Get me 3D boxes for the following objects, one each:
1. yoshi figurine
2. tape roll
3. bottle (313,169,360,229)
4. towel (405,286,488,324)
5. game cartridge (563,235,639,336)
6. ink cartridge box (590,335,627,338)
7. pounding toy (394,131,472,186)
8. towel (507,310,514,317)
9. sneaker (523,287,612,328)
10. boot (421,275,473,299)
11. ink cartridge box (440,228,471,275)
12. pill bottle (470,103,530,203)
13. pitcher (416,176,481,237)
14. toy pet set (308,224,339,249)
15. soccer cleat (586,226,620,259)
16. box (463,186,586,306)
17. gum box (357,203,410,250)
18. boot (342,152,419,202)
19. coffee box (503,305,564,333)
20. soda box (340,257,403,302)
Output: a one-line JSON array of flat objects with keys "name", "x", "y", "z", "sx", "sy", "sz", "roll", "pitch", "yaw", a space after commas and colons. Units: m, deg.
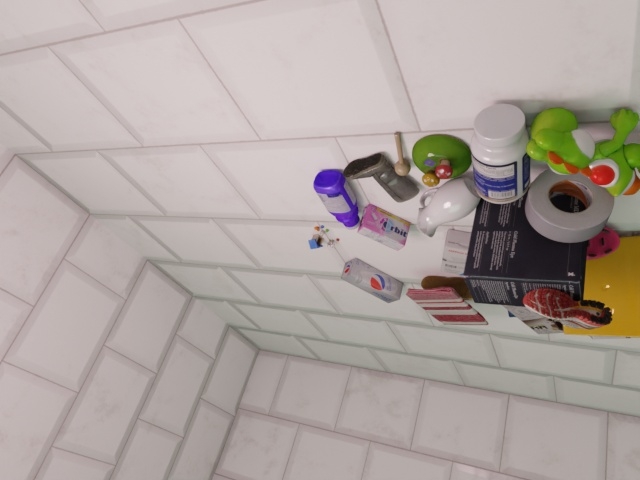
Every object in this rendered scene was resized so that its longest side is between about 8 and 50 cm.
[{"name": "yoshi figurine", "x": 0.680, "y": -0.242, "z": 1.310, "sx": 0.363, "sy": 0.203, "sz": 0.203, "roll": 12, "pitch": -164, "yaw": -17}, {"name": "tape roll", "x": 0.693, "y": -0.104, "z": 1.446, "sx": 0.220, "sy": 0.219, "sz": 0.072, "roll": 10, "pitch": 152, "yaw": 18}, {"name": "bottle", "x": 0.074, "y": -0.142, "z": 1.907, "sx": 0.118, "sy": 0.092, "sz": 0.282, "roll": 3, "pitch": 149, "yaw": 29}, {"name": "towel", "x": 0.560, "y": 0.292, "z": 2.273, "sx": 0.237, "sy": 0.037, "sz": 0.329, "roll": -7, "pitch": 145, "yaw": 45}, {"name": "game cartridge", "x": 0.939, "y": 0.152, "z": 1.697, "sx": 0.286, "sy": 0.323, "sz": 0.053, "roll": -5, "pitch": 177, "yaw": 40}, {"name": "ink cartridge box", "x": 1.056, "y": 0.228, "z": 1.774, "sx": 0.273, "sy": 0.196, "sz": 0.114, "roll": -4, "pitch": 180, "yaw": 13}, {"name": "pounding toy", "x": 0.333, "y": -0.224, "z": 1.571, "sx": 0.237, "sy": 0.110, "sz": 0.182, "roll": 9, "pitch": 151, "yaw": 17}, {"name": "towel", "x": 0.881, "y": 0.317, "z": 2.260, "sx": 0.120, "sy": 0.029, "sz": 0.067, "roll": 3, "pitch": 148, "yaw": 29}, {"name": "sneaker", "x": 0.668, "y": 0.200, "z": 1.421, "sx": 0.226, "sy": 0.088, "sz": 0.092, "roll": 17, "pitch": 152, "yaw": 5}, {"name": "boot", "x": 0.594, "y": 0.248, "z": 2.300, "sx": 0.262, "sy": 0.095, "sz": 0.203, "roll": 5, "pitch": 150, "yaw": 28}, {"name": "ink cartridge box", "x": 0.546, "y": 0.053, "z": 1.977, "sx": 0.148, "sy": 0.085, "sz": 0.203, "roll": 11, "pitch": 151, "yaw": 14}, {"name": "pill bottle", "x": 0.491, "y": -0.232, "z": 1.408, "sx": 0.153, "sy": 0.153, "sz": 0.264, "roll": 6, "pitch": 150, "yaw": 24}, {"name": "pitcher", "x": 0.406, "y": -0.132, "z": 1.675, "sx": 0.126, "sy": 0.177, "sz": 0.207, "roll": 24, "pitch": 134, "yaw": -30}, {"name": "toy pet set", "x": 0.000, "y": 0.000, "z": 2.249, "sx": 0.114, "sy": 0.065, "sz": 0.122, "roll": -11, "pitch": 140, "yaw": 44}, {"name": "soccer cleat", "x": 0.798, "y": 0.017, "z": 1.716, "sx": 0.332, "sy": 0.115, "sz": 0.143, "roll": -11, "pitch": 179, "yaw": 17}, {"name": "box", "x": 0.633, "y": 0.018, "z": 1.574, "sx": 0.313, "sy": 0.343, "sz": 0.179, "roll": 1, "pitch": 147, "yaw": 32}, {"name": "gum box", "x": 0.237, "y": -0.051, "z": 1.957, "sx": 0.189, "sy": 0.107, "sz": 0.062, "roll": 24, "pitch": 152, "yaw": -10}, {"name": "boot", "x": 0.205, "y": -0.201, "z": 1.755, "sx": 0.190, "sy": 0.075, "sz": 0.209, "roll": -7, "pitch": 150, "yaw": 45}, {"name": "coffee box", "x": 0.838, "y": 0.230, "z": 2.033, "sx": 0.297, "sy": 0.168, "sz": 0.119, "roll": 34, "pitch": 149, "yaw": -28}, {"name": "soda box", "x": 0.244, "y": 0.190, "z": 2.420, "sx": 0.287, "sy": 0.091, "sz": 0.098, "roll": 29, "pitch": 151, "yaw": -19}]
